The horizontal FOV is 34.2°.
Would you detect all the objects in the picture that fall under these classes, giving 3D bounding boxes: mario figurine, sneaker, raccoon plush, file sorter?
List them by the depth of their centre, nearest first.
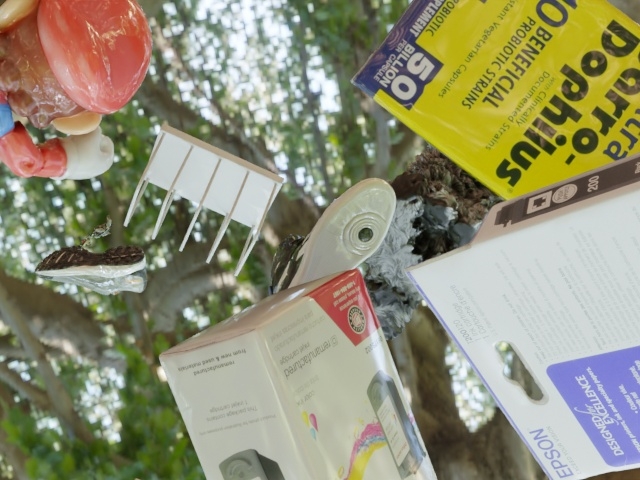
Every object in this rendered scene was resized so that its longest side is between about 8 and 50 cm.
[{"bbox_3d":[-0.294,-0.123,0.877,0.321,0.198,0.170,-27,-110,-9],"label":"mario figurine"},{"bbox_3d":[0.000,0.000,1.221,0.079,0.217,0.121,25,-162,-25],"label":"sneaker"},{"bbox_3d":[0.154,-0.050,1.649,0.446,0.216,0.299,-34,-160,41],"label":"raccoon plush"},{"bbox_3d":[-0.254,-0.077,2.194,0.278,0.193,0.173,24,-126,-6],"label":"file sorter"},{"bbox_3d":[-0.513,0.076,2.322,0.272,0.108,0.100,1,-147,16],"label":"sneaker"}]

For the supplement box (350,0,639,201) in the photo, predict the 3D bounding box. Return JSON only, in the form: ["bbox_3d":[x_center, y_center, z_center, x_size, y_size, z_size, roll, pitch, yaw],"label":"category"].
[{"bbox_3d":[0.233,-0.121,1.011,0.356,0.194,0.195,37,-171,1],"label":"supplement box"}]

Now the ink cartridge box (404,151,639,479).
[{"bbox_3d":[0.191,0.052,0.636,0.208,0.206,0.045,-21,-154,32],"label":"ink cartridge box"}]

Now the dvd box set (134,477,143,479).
[{"bbox_3d":[-0.323,0.610,1.736,0.308,0.062,0.420,5,-132,41],"label":"dvd box set"}]

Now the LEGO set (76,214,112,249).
[{"bbox_3d":[-0.340,-0.008,1.596,0.054,0.023,0.083,-23,-157,52],"label":"LEGO set"}]

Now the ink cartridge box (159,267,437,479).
[{"bbox_3d":[-0.003,0.207,1.049,0.131,0.306,0.226,-20,-176,30],"label":"ink cartridge box"}]
